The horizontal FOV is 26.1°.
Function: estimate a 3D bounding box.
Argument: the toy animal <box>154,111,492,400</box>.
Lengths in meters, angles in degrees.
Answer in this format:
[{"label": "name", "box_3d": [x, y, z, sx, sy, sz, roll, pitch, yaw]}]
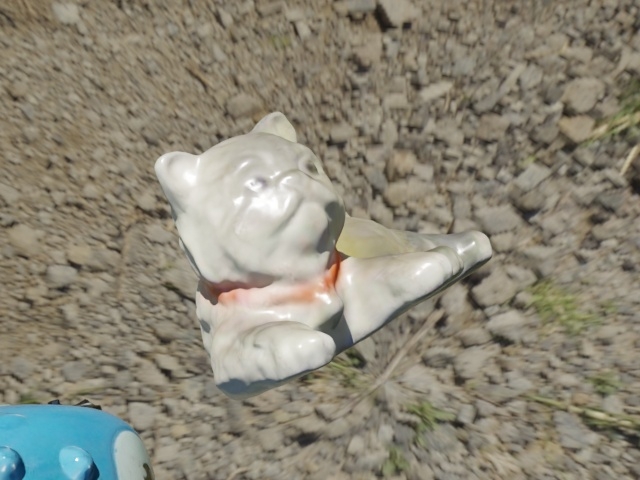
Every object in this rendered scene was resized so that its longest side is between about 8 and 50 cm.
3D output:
[{"label": "toy animal", "box_3d": [0.000, 0.000, 1.063, 0.308, 0.266, 0.188, -31, 79, -31]}]

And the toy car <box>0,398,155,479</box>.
[{"label": "toy car", "box_3d": [-0.231, 0.224, 1.084, 0.255, 0.190, 0.189, -4, 86, -38]}]
